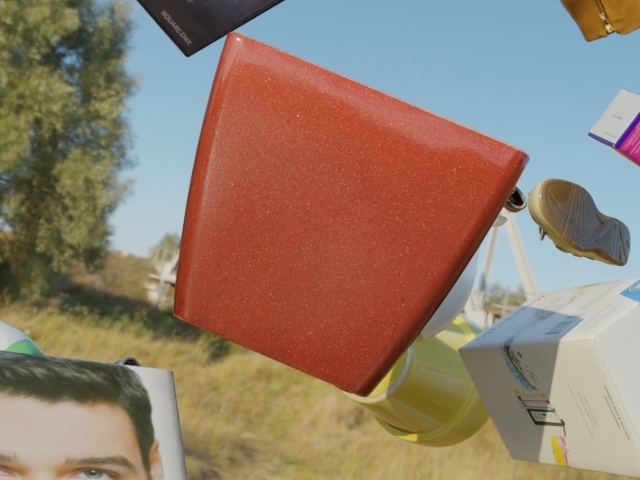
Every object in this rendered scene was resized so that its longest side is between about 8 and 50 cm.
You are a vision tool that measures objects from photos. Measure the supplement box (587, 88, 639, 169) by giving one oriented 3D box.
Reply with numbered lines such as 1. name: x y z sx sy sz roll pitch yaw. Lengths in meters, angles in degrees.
1. supplement box: 0.647 -0.179 1.438 0.220 0.114 0.111 31 13 -16

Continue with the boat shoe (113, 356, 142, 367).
1. boat shoe: -0.293 0.335 1.183 0.105 0.306 0.113 -31 -34 29

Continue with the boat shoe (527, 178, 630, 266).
1. boat shoe: 0.423 -0.021 1.271 0.285 0.105 0.089 28 -18 -38

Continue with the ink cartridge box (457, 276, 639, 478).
1. ink cartridge box: 0.321 0.156 0.893 0.171 0.168 0.232 -27 3 -27

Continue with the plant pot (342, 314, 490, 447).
1. plant pot: 0.156 0.226 1.340 0.254 0.254 0.239 8 -14 43

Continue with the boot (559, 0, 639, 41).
1. boot: 0.544 -0.480 1.309 0.211 0.104 0.295 52 -32 -12

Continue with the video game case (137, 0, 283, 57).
1. video game case: -0.068 -0.305 0.698 0.274 0.026 0.196 -26 -39 14

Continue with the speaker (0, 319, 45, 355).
1. speaker: -0.500 0.115 0.949 0.296 0.131 0.131 29 -5 10

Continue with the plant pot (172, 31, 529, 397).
1. plant pot: 0.000 0.000 0.717 0.267 0.236 0.267 23 -6 2

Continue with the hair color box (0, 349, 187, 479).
1. hair color box: -0.164 0.216 0.394 0.185 0.114 0.374 11 25 -22

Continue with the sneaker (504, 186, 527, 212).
1. sneaker: 0.365 -0.117 1.540 0.158 0.061 0.065 36 1 -5

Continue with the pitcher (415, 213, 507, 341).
1. pitcher: 0.134 0.007 0.963 0.125 0.207 0.178 12 -27 52
